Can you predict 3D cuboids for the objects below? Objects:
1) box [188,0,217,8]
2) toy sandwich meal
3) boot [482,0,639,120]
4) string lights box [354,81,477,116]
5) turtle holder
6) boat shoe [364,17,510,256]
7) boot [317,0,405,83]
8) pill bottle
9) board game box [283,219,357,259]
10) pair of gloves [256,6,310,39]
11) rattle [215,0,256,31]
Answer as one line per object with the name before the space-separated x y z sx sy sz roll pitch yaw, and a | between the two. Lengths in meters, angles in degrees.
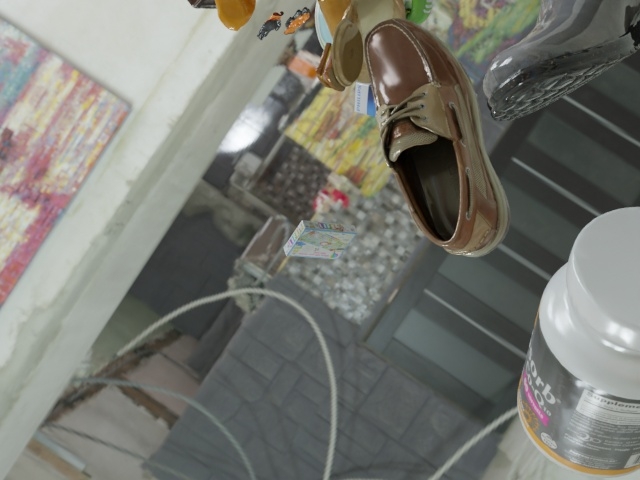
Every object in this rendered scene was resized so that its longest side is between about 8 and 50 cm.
box | -0.176 -0.507 1.243 0.203 0.167 0.168 51 -152 2
toy sandwich meal | 0.023 -0.214 0.893 0.029 0.086 0.085 6 170 26
boot | 0.221 -0.261 0.732 0.118 0.338 0.223 -29 93 53
string lights box | 0.218 -0.321 1.794 0.133 0.077 0.259 -20 -149 -40
turtle holder | 0.121 -0.560 1.924 0.227 0.243 0.320 55 163 -15
boat shoe | 0.131 -0.134 0.943 0.116 0.123 0.324 -5 -112 -54
boot | 0.024 -0.385 1.073 0.295 0.104 0.211 70 174 -50
pill bottle | 0.286 0.106 0.744 0.162 0.162 0.278 36 153 29
board game box | 0.000 0.000 1.878 0.154 0.103 0.026 5 -134 -34
pair of gloves | -0.057 -0.337 1.200 0.074 0.083 0.010 -33 79 58
rattle | -0.105 -0.348 0.961 0.130 0.143 0.199 15 -173 -27
